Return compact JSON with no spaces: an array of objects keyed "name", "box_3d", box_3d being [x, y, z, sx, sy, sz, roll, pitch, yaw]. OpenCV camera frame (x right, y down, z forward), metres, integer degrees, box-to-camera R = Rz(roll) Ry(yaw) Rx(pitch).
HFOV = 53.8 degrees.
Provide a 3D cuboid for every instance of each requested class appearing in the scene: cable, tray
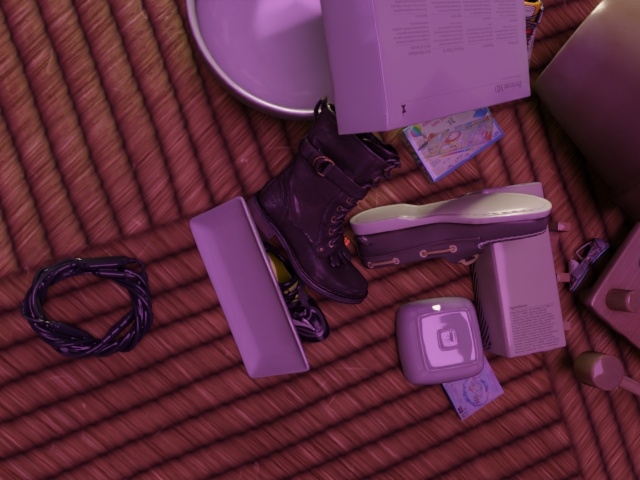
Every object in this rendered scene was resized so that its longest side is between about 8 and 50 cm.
[{"name":"cable","box_3d":[-0.346,0.100,0.939,0.184,0.047,0.151,-5,94,-15]},{"name":"tray","box_3d":[-0.104,0.074,0.952,0.030,0.145,0.270,-24,93,-44]}]

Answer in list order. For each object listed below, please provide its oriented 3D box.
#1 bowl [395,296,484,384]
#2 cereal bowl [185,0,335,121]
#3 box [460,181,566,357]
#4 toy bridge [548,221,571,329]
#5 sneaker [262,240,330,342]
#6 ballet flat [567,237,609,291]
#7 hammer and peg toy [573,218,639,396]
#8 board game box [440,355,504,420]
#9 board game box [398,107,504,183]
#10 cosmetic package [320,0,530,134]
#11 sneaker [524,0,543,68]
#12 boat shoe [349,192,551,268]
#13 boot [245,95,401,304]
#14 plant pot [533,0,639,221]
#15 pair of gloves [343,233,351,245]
[{"name":"bowl","box_3d":[0.200,0.162,1.033,0.142,0.053,0.142,-7,80,-8]},{"name":"cereal bowl","box_3d":[-0.035,-0.342,0.964,0.338,0.141,0.339,0,88,-11]},{"name":"box","box_3d":[0.318,0.048,1.051,0.113,0.094,0.275,-8,90,-12]},{"name":"toy bridge","box_3d":[0.401,0.064,1.083,0.026,0.063,0.188,2,87,-12]},{"name":"sneaker","box_3d":[-0.052,0.084,0.979,0.067,0.078,0.188,-35,96,-11]},{"name":"ballet flat","box_3d":[0.462,0.040,1.115,0.041,0.041,0.114,43,80,-8]},{"name":"hammer and peg toy","box_3d":[0.584,0.131,1.090,0.266,0.127,0.361,38,81,-10]},{"name":"board game box","box_3d":[0.252,0.242,1.069,0.090,0.020,0.090,-29,94,-11]},{"name":"board game box","box_3d":[0.223,-0.180,1.072,0.154,0.026,0.103,-34,96,-11]},{"name":"cosmetic package","box_3d":[0.160,-0.318,0.885,0.377,0.097,0.285,-21,106,-42]},{"name":"sneaker","box_3d":[0.323,-0.360,1.065,0.088,0.092,0.225,2,89,-12]},{"name":"boat shoe","box_3d":[0.199,-0.011,0.975,0.305,0.109,0.091,-5,109,21]},{"name":"boot","box_3d":[0.033,-0.049,0.923,0.263,0.091,0.229,43,118,-9]},{"name":"plant pot","box_3d":[0.518,-0.242,1.017,0.280,0.323,0.323,41,81,8]},{"name":"pair of gloves","box_3d":[0.000,0.000,1.028,0.074,0.010,0.083,-42,95,-8]}]
